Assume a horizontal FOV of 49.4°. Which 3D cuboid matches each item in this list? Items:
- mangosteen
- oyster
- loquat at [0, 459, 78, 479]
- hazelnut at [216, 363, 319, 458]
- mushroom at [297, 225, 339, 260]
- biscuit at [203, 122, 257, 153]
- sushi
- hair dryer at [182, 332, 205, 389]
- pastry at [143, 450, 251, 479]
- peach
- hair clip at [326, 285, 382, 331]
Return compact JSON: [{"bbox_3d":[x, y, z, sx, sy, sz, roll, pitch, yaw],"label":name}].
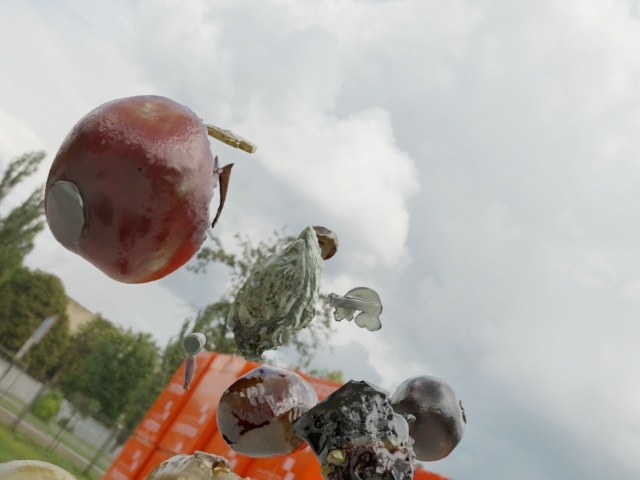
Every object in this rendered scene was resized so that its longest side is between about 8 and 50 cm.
[{"bbox_3d":[0.252,0.472,1.843,0.265,0.228,0.228,-11,-38,11],"label":"mangosteen"},{"bbox_3d":[-0.050,0.071,0.895,0.125,0.177,0.064,47,4,33],"label":"oyster"},{"bbox_3d":[-0.391,0.398,0.884,0.244,0.244,0.244,28,-24,13],"label":"loquat"},{"bbox_3d":[-0.089,0.328,1.314,0.160,0.170,0.202,12,-12,31],"label":"hazelnut"},{"bbox_3d":[0.004,0.010,1.533,0.073,0.088,0.129,66,13,15],"label":"mushroom"},{"bbox_3d":[-0.245,-0.284,1.923,0.166,0.036,0.225,26,7,14],"label":"biscuit"},{"bbox_3d":[0.075,0.344,1.111,0.172,0.150,0.153,31,-59,-32],"label":"sushi"},{"bbox_3d":[-0.350,0.325,1.876,0.054,0.154,0.106,14,-4,1],"label":"hair dryer"},{"bbox_3d":[-0.165,0.427,0.929,0.255,0.162,0.311,39,-46,10],"label":"pastry"},{"bbox_3d":[-0.395,-0.095,1.440,0.335,0.310,0.406,44,-58,25],"label":"peach"},{"bbox_3d":[0.098,0.174,1.841,0.172,0.116,0.049,15,20,-21],"label":"hair clip"}]
